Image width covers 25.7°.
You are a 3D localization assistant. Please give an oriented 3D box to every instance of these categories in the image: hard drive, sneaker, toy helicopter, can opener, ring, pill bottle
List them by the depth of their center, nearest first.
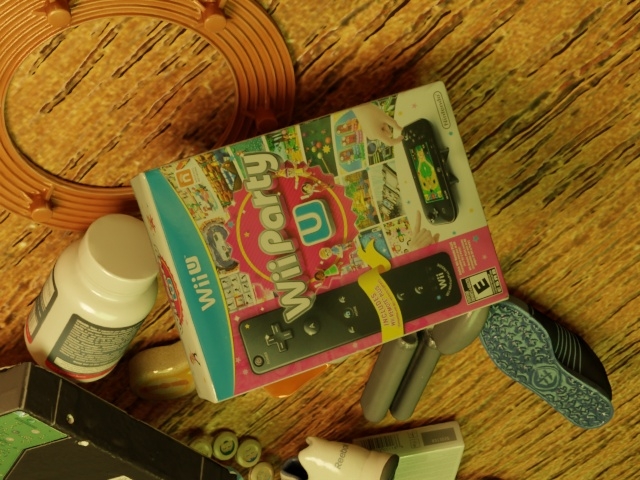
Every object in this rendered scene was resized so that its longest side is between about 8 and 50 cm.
[{"bbox_3d":[-0.186,-0.119,1.322,0.336,0.032,0.337,-9,139,-8],"label":"ring"},{"bbox_3d":[-0.226,0.057,1.424,0.108,0.108,0.180,9,142,-25],"label":"pill bottle"},{"bbox_3d":[-0.286,0.247,1.552,0.237,0.064,0.339,-20,142,31],"label":"hard drive"},{"bbox_3d":[-0.063,0.099,1.553,0.355,0.140,0.235,-28,147,29],"label":"toy helicopter"},{"bbox_3d":[0.115,0.130,1.647,0.074,0.093,0.280,1,140,-20],"label":"can opener"},{"bbox_3d":[0.270,0.132,1.708,0.081,0.090,0.232,-36,113,23],"label":"sneaker"},{"bbox_3d":[0.000,0.328,1.792,0.129,0.111,0.297,26,139,0],"label":"sneaker"}]

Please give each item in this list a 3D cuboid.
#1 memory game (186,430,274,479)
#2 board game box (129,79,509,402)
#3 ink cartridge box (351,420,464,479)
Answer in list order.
[{"bbox_3d":[-0.131,0.329,1.747,0.186,0.012,0.186,-5,99,-36],"label":"memory game"},{"bbox_3d":[0.000,0.000,1.328,0.303,0.224,0.097,-19,-177,-15],"label":"board game box"},{"bbox_3d":[0.111,0.305,1.878,0.145,0.045,0.179,-9,151,-9],"label":"ink cartridge box"}]
